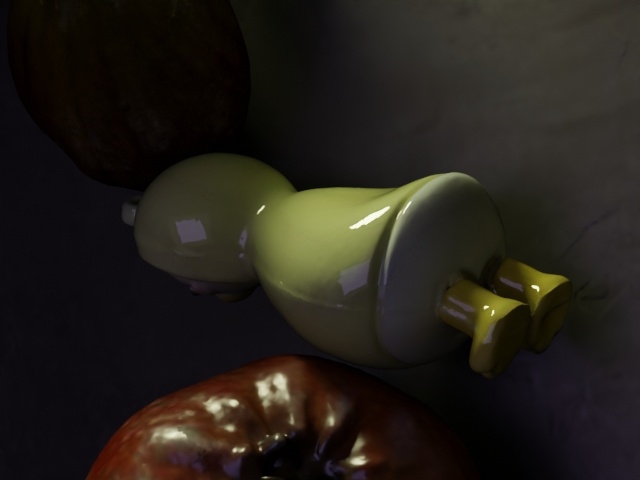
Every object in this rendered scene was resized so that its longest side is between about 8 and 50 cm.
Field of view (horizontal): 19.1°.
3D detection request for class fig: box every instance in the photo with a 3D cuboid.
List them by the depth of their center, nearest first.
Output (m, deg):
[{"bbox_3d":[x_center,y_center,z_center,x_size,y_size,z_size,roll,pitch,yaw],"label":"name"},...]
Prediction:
[{"bbox_3d":[-0.134,-0.152,1.174,0.145,0.274,0.170,-33,54,-10],"label":"fig"}]

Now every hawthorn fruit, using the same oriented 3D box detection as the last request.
[{"bbox_3d":[-0.025,0.207,1.103,0.242,0.242,0.272,50,146,28],"label":"hawthorn fruit"}]

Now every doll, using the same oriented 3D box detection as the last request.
[{"bbox_3d":[0.001,0.012,1.120,0.296,0.141,0.117,8,113,37],"label":"doll"}]
